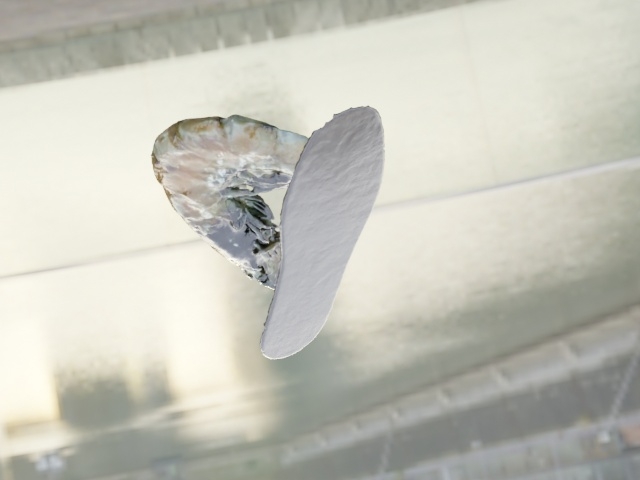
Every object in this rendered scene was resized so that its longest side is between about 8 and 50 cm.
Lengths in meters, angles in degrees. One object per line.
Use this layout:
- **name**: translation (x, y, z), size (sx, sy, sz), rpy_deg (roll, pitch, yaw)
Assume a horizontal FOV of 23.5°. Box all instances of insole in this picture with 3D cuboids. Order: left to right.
- **insole**: translation (0.000, 0.000, 1.421), size (0.111, 0.007, 0.328), rpy_deg (-17, 142, -30)

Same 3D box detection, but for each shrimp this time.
- **shrimp**: translation (-0.052, -0.035, 1.793), size (0.233, 0.071, 0.365), rpy_deg (-7, 145, 25)
